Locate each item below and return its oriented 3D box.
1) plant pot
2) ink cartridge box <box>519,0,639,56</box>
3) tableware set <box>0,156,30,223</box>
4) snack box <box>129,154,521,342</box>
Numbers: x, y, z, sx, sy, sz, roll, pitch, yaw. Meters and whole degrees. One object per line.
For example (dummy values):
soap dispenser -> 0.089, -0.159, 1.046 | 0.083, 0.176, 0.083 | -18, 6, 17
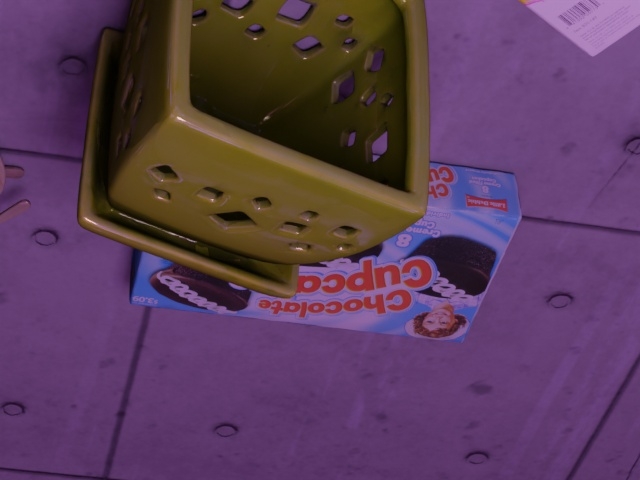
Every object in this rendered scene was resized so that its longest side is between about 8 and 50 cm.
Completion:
plant pot -> -0.062, -0.096, 1.457 | 0.228, 0.227, 0.207 | 20, 141, -25
ink cartridge box -> 0.183, -0.237, 1.414 | 0.115, 0.067, 0.198 | -34, 132, 30
tableware set -> -0.360, -0.043, 1.640 | 0.194, 0.039, 0.128 | -26, 123, 17
snack box -> 0.000, 0.000, 1.688 | 0.322, 0.060, 0.187 | 7, 139, -11
